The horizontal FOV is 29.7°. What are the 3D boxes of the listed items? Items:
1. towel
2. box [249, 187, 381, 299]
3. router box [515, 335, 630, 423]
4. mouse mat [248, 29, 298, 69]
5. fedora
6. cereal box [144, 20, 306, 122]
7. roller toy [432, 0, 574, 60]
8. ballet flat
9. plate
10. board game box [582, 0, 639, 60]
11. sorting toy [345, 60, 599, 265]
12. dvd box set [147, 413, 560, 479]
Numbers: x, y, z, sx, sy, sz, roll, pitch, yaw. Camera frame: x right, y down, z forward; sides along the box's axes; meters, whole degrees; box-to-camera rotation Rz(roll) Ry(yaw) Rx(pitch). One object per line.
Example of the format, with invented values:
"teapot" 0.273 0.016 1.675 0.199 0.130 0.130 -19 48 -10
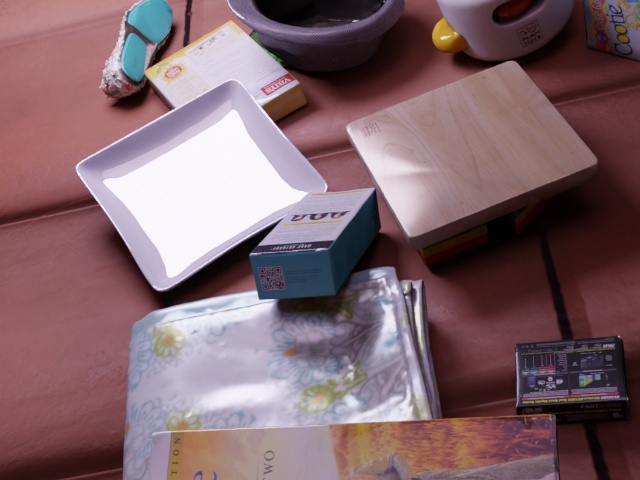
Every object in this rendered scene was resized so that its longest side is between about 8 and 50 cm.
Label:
"towel" -0.046 0.187 1.388 0.375 0.090 0.320 -13 42 7
"box" 0.000 0.000 1.510 0.101 0.060 0.244 -4 18 18
"router box" 0.279 0.156 1.344 0.123 0.038 0.092 -6 44 14
"mouse mat" -0.047 -0.345 1.999 0.153 0.007 0.189 7 49 25
"fedora" -0.008 -0.350 1.894 0.276 0.124 0.243 0 49 0
"cereal box" -0.153 -0.242 1.895 0.173 0.047 0.240 -32 45 -10
"roller toy" 0.274 -0.367 1.808 0.191 0.146 0.209 8 54 38
"ballet flat" -0.316 -0.323 2.019 0.077 0.091 0.241 -32 27 35
"plate" -0.168 -0.077 1.704 0.278 0.045 0.277 -32 55 -11
"board game box" 0.516 -0.398 1.758 0.142 0.144 0.275 24 58 36
"sorting toy" 0.198 -0.096 1.595 0.256 0.089 0.257 -22 42 -4
"dvd box set" 0.027 0.326 1.172 0.421 0.062 0.307 -4 59 11
